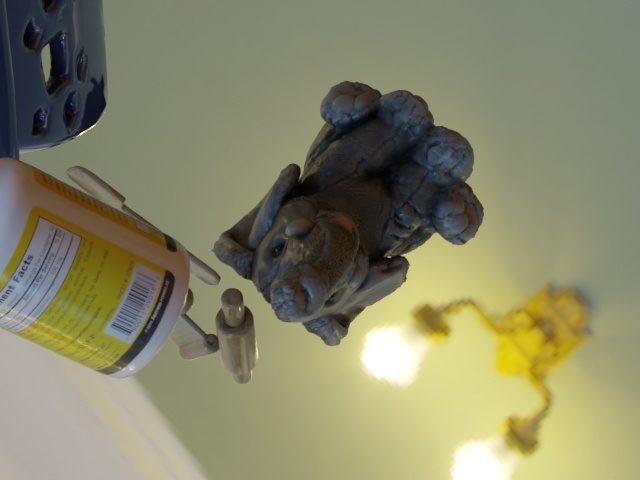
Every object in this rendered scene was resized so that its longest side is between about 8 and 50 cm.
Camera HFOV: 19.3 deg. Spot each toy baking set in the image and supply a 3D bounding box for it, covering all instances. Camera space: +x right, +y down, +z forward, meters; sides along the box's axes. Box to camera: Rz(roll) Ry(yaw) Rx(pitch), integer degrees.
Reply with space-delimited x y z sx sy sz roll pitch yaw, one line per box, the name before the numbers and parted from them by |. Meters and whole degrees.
toy baking set | -0.135 0.034 1.466 0.196 0.256 0.030 28 -112 8

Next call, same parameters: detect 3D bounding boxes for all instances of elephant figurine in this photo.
elephant figurine | 0.000 0.000 1.449 0.169 0.186 0.239 23 -123 31

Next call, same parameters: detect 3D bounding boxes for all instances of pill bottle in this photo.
pill bottle | -0.116 0.006 0.759 0.116 0.065 0.065 29 -144 -27

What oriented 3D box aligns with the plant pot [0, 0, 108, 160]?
plant pot | -0.243 -0.140 0.940 0.235 0.236 0.212 -1 -161 5
